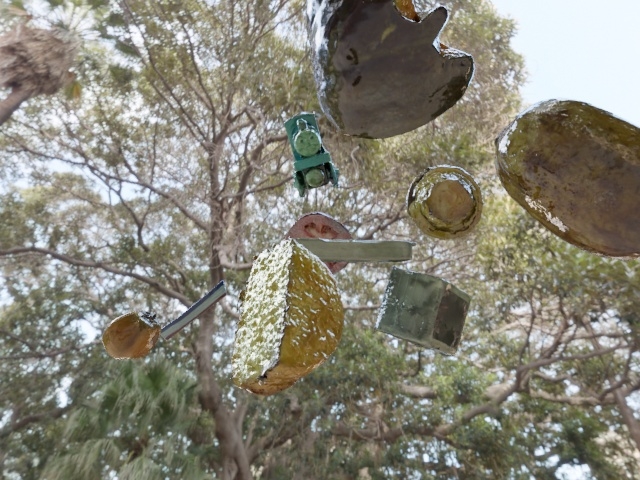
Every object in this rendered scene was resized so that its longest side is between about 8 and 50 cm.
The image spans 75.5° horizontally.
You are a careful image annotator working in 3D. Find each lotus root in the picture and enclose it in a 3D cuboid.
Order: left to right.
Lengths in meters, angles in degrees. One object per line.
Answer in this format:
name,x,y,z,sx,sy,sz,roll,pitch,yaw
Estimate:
lotus root,0.328,-0.064,0.488,0.145,0.260,0.128,-52,-26,20

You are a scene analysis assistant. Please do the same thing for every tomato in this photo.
tomato,0.000,0.001,1.288,0.224,0.085,0.225,5,-60,9

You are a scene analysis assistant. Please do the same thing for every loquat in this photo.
loquat,-0.452,0.225,0.998,0.137,0.113,0.137,-27,-30,-17

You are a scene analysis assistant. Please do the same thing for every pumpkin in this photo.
pumpkin,0.044,-0.229,0.512,0.253,0.149,0.130,29,-11,25

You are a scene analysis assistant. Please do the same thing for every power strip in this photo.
power strip,0.064,0.022,0.870,0.285,0.080,0.048,0,-96,-9

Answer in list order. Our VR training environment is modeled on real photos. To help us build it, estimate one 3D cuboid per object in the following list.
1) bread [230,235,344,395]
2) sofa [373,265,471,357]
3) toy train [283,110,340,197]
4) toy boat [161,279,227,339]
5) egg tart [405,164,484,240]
bread,-0.042,0.119,0.628,0.139,0.229,0.143,25,-39,-26
sofa,0.297,0.208,1.181,0.175,0.210,0.225,8,-13,44
toy train,-0.032,-0.232,1.083,0.119,0.298,0.194,-16,-70,1
toy boat,-0.364,0.202,1.199,0.228,0.080,0.046,-37,-91,-17
egg tart,0.380,-0.118,1.255,0.240,0.106,0.241,0,-93,6
